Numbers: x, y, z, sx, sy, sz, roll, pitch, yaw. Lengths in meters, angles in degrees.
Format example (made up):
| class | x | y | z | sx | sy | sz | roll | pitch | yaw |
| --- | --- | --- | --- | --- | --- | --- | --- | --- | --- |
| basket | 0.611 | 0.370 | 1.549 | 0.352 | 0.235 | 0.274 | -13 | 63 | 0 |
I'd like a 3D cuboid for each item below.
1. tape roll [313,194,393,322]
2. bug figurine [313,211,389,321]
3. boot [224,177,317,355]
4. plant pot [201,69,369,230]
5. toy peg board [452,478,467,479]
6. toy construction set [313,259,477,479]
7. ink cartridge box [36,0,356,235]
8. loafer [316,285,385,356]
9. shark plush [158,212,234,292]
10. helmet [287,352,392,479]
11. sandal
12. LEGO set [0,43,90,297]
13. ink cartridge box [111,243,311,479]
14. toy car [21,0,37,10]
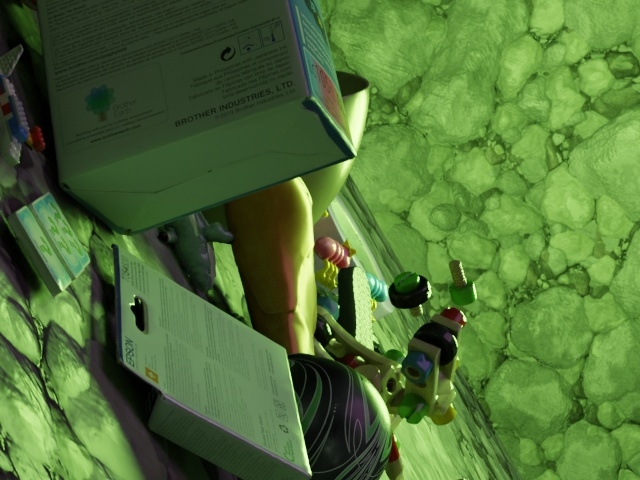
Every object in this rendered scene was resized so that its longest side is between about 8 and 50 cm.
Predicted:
| class | x | y | z | sx | sy | sz | roll | pitch | yaw |
| --- | --- | --- | --- | --- | --- | --- | --- | --- | --- |
| tape roll | 0.025 | 0.023 | 2.631 | 0.275 | 0.090 | 0.275 | 60 | 8 | -14 |
| bug figurine | 0.000 | 0.000 | 2.371 | 0.279 | 0.072 | 0.216 | 47 | 8 | 26 |
| boot | -0.046 | 0.059 | 1.793 | 0.295 | 0.104 | 0.211 | 79 | 2 | -53 |
| plant pot | -0.079 | -0.106 | 1.927 | 0.284 | 0.284 | 0.191 | -88 | 178 | -75 |
| toy peg board | 0.128 | 0.364 | 1.906 | 0.160 | 0.161 | 0.079 | 44 | 34 | -66 |
| toy construction set | 0.091 | 0.219 | 1.987 | 0.309 | 0.257 | 0.237 | -78 | 154 | -59 |
| ink cartridge box | -0.143 | -0.238 | 1.565 | 0.151 | 0.270 | 0.395 | 50 | 25 | -62 |
| loafer | 0.041 | 0.139 | 2.375 | 0.223 | 0.076 | 0.078 | 46 | 25 | -51 |
| shark plush | -0.161 | -0.018 | 1.734 | 0.161 | 0.073 | 0.067 | 63 | 37 | -31 |
| helmet | -0.007 | 0.210 | 1.584 | 0.169 | 0.169 | 0.161 | 55 | -7 | -38 |
| sandal | 0.041 | 0.161 | 2.228 | 0.097 | 0.054 | 0.254 | 50 | 34 | -50 |
| LEGO set | -0.259 | -0.080 | 1.308 | 0.244 | 0.060 | 0.182 | 60 | 4 | -7 |
| ink cartridge box | -0.117 | 0.123 | 1.438 | 0.224 | 0.045 | 0.223 | 35 | 19 | -23 |
| toy car | -0.323 | -0.325 | 1.757 | 0.239 | 0.053 | 0.225 | 65 | 8 | 20 |
